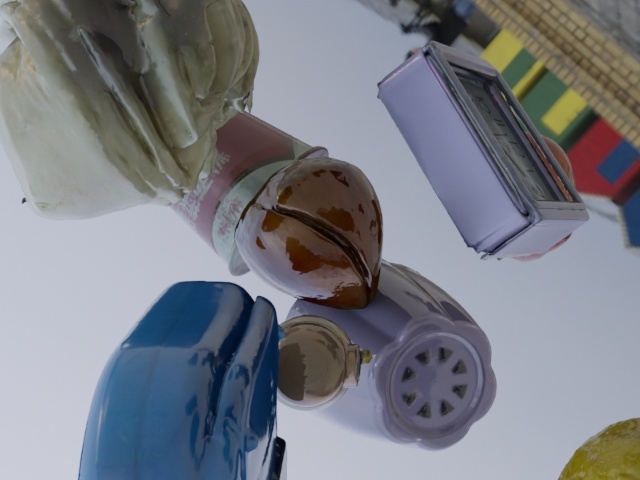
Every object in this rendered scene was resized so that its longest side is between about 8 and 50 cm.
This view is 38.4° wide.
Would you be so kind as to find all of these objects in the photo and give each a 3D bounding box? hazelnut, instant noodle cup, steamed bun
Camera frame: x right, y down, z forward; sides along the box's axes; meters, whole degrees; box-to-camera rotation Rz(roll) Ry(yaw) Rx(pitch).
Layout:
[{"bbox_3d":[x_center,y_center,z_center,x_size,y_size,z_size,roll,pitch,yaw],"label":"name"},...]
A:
[{"bbox_3d":[0.000,0.000,1.178,0.208,0.208,0.208,36,-161,-15],"label":"hazelnut"},{"bbox_3d":[-0.126,-0.087,1.369,0.178,0.235,0.235,35,-163,12],"label":"instant noodle cup"},{"bbox_3d":[-0.195,-0.181,0.935,0.275,0.206,0.320,5,-114,-19],"label":"steamed bun"}]

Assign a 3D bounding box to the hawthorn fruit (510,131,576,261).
[{"bbox_3d":[0.289,-0.062,1.338,0.189,0.189,0.189,36,-161,-15],"label":"hawthorn fruit"}]

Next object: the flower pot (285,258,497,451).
[{"bbox_3d":[0.110,0.164,1.259,0.265,0.265,0.243,33,174,-23],"label":"flower pot"}]

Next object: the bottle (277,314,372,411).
[{"bbox_3d":[-0.006,0.124,0.932,0.110,0.097,0.209,0,175,-1],"label":"bottle"}]

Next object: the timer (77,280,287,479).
[{"bbox_3d":[-0.086,0.199,0.672,0.115,0.309,0.340,1,-169,2],"label":"timer"}]

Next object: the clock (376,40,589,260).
[{"bbox_3d":[0.151,-0.080,0.845,0.144,0.073,0.193,-3,-120,-56],"label":"clock"}]

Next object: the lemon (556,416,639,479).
[{"bbox_3d":[0.317,0.272,0.876,0.192,0.231,0.192,28,-169,-6],"label":"lemon"}]
